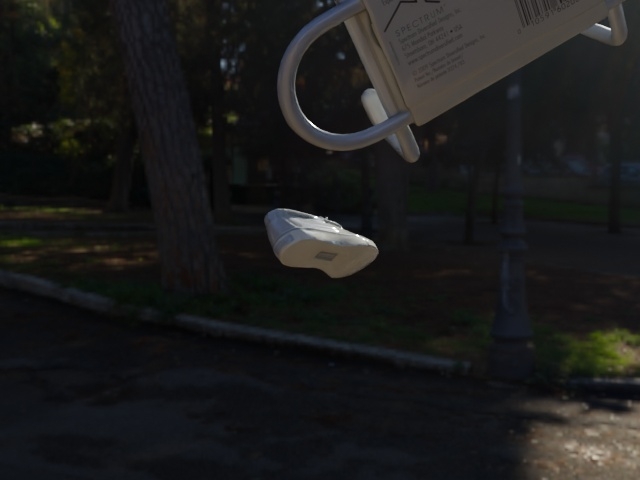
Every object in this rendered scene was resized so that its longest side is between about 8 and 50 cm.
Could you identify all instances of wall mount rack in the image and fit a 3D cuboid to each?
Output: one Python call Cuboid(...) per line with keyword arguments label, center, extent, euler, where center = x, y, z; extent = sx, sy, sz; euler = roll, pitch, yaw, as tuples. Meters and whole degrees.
Cuboid(label="wall mount rack", center=(0.091, -0.238, 0.660), extent=(0.350, 0.304, 0.130), euler=(-29, 32, -1))

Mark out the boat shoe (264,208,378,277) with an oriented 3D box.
Cuboid(label="boat shoe", center=(0.000, 0.000, 0.989), extent=(0.066, 0.063, 0.184), euler=(-44, -29, 28))
